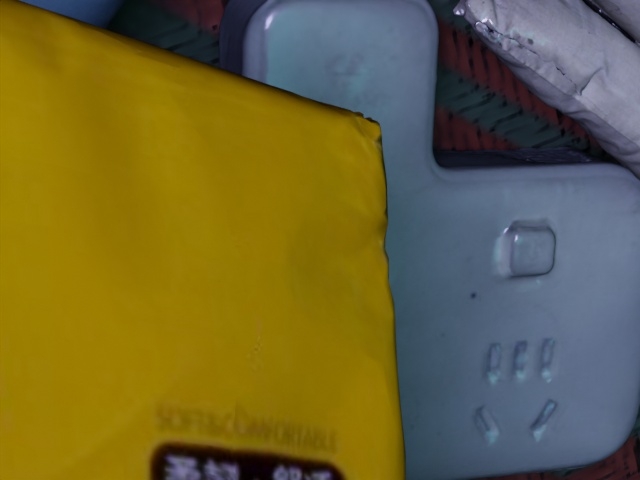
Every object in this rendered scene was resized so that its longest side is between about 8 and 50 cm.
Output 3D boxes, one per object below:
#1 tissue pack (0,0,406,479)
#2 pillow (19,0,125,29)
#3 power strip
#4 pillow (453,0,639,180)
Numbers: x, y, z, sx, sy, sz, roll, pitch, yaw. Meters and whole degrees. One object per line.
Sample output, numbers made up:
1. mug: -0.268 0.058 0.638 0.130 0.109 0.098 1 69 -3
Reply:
1. tissue pack: -0.204 0.061 0.344 0.381 0.293 0.228 14 63 -39
2. pillow: -0.151 -0.151 0.482 0.233 0.086 0.214 12 104 -21
3. power strip: 0.000 0.000 0.595 0.264 0.059 0.194 -4 107 -19
4. pillow: 0.119 -0.070 0.577 0.181 0.134 0.078 38 105 -26
